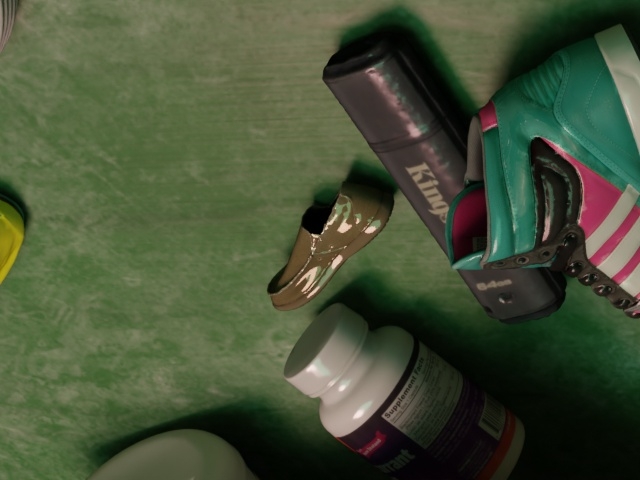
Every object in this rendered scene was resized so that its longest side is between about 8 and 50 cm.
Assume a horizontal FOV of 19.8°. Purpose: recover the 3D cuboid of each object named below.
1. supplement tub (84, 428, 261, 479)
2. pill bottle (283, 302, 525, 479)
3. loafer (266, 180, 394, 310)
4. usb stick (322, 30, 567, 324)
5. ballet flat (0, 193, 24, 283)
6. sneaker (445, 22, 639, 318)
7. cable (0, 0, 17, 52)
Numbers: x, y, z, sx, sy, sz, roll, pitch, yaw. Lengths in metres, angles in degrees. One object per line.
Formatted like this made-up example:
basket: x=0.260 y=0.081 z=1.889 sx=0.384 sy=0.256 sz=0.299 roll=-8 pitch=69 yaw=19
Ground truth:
supplement tub: x=-0.092 y=0.355 z=1.700 sx=0.228 sy=0.228 sz=0.316 roll=-20 pitch=120 yaw=31
pill bottle: x=0.068 y=0.140 z=1.546 sx=0.193 sy=0.108 sz=0.108 roll=38 pitch=130 yaw=-14
loafer: x=0.000 y=0.000 z=1.491 sx=0.050 sy=0.056 sz=0.148 roll=38 pitch=120 yaw=-13
usb stick: x=0.099 y=-0.044 z=1.422 sx=0.077 sy=0.045 sz=0.278 roll=-20 pitch=120 yaw=30
ballet flat: x=-0.328 y=0.049 z=1.625 sx=0.077 sy=0.077 sz=0.231 roll=30 pitch=132 yaw=-8
sneaker: x=0.185 y=0.001 z=1.350 sx=0.178 sy=0.124 sz=0.295 roll=-19 pitch=115 yaw=7
cable: x=-0.361 y=-0.208 z=1.414 sx=0.257 sy=0.089 sz=0.257 roll=-5 pitch=127 yaw=24
